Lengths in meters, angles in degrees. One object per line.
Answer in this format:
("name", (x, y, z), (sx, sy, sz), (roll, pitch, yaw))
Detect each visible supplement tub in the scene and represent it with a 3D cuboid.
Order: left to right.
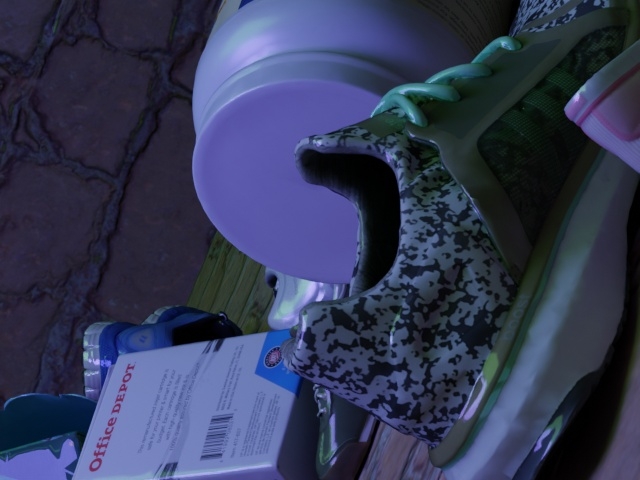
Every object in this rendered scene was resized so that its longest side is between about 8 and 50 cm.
("supplement tub", (0.029, -0.146, 1.463), (0.325, 0.235, 0.235), (-76, 12, -47))

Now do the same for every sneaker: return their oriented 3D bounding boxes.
("sneaker", (-0.156, 0.146, 2.200), (0.330, 0.147, 0.130), (-11, -80, -70))
("sneaker", (0.000, 0.000, 1.643), (0.118, 0.110, 0.292), (-51, 12, 18))
("sneaker", (0.011, 0.095, 1.448), (0.064, 0.086, 0.192), (133, 158, -68))
("sneaker", (0.083, -0.051, 1.035), (0.158, 0.182, 0.410), (121, 169, -47))
("sneaker", (0.191, -0.081, 0.925), (0.134, 0.070, 0.051), (-39, -13, -22))

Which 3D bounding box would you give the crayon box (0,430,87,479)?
("crayon box", (-0.244, 0.320, 1.569), (0.081, 0.165, 0.278), (38, -142, -68))

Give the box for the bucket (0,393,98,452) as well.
("bucket", (-0.221, 0.285, 1.714), (0.281, 0.281, 0.183), (-68, -22, -5))

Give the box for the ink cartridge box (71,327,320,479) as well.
("ink cartridge box", (-0.088, 0.163, 1.531), (0.203, 0.086, 0.148), (-10, 44, 29))
